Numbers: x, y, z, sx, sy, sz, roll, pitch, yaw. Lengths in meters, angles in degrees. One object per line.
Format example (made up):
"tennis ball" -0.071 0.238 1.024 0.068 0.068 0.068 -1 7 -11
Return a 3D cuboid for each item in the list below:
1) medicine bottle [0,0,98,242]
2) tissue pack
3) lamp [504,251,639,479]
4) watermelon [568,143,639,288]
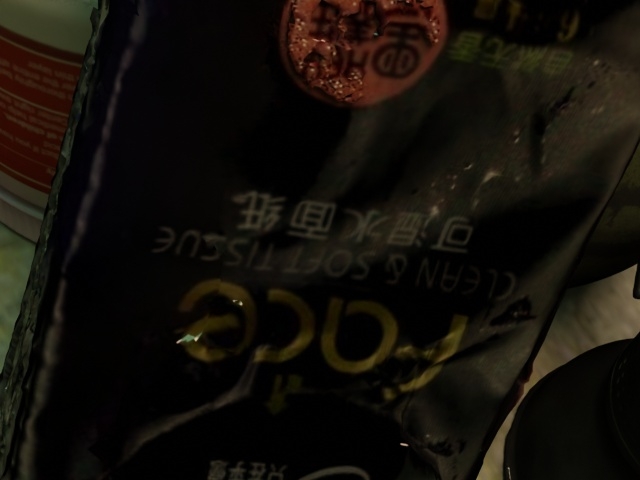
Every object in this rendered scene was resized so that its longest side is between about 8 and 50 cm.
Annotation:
"medicine bottle" -0.100 -0.148 0.676 0.253 0.241 0.252 4 60 -8
"tissue pack" 0.000 0.000 0.538 0.245 0.332 0.123 10 30 -19
"lamp" 0.190 0.072 0.602 0.147 0.227 0.172 2 60 -8
"watermelon" 0.122 -0.073 0.688 0.212 0.212 0.212 4 60 -7
